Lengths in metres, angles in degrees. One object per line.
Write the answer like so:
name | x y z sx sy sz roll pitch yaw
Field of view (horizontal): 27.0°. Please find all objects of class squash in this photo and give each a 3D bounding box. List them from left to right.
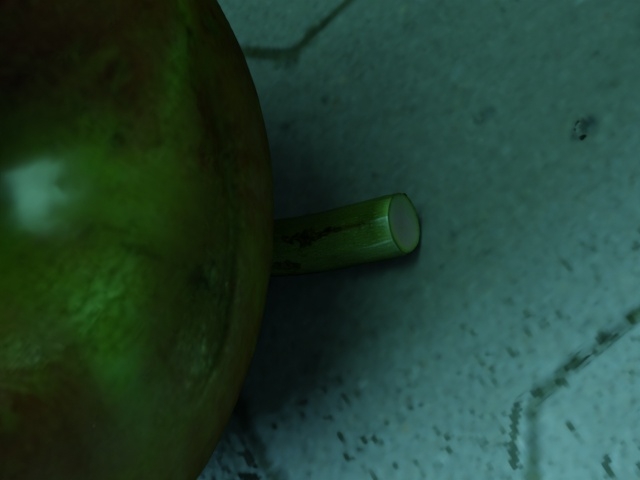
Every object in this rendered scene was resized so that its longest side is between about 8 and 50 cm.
squash | 0.000 0.000 0.567 0.083 0.027 0.027 -12 59 33

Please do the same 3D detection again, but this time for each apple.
apple | -0.192 -0.006 0.511 0.340 0.339 0.339 -18 56 29
